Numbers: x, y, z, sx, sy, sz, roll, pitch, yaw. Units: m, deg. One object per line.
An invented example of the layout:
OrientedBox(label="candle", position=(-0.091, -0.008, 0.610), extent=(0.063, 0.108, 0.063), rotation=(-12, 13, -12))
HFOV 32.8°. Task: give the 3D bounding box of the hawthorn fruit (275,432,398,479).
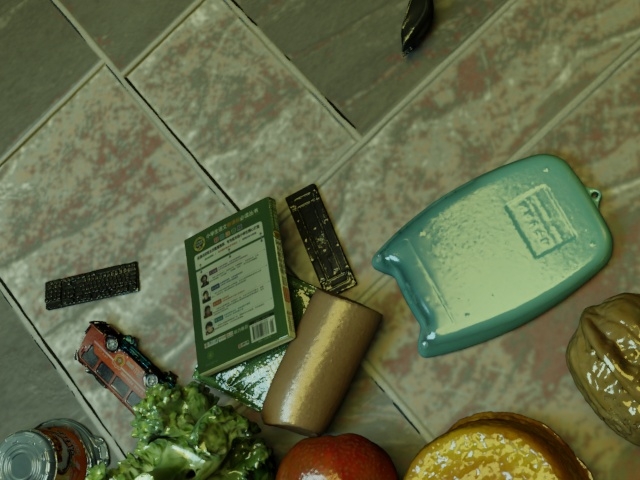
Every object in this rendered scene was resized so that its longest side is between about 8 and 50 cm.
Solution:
OrientedBox(label="hawthorn fruit", position=(0.032, 0.412, 1.682), extent=(0.197, 0.196, 0.225), rotation=(-20, 54, 13))

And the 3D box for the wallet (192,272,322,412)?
OrientedBox(label="wallet", position=(-0.108, 0.163, 1.879), extent=(0.160, 0.055, 0.236), rotation=(23, 89, 27))

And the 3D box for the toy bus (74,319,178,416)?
OrientedBox(label="toy bus", position=(-0.337, 0.239, 1.931), extent=(0.235, 0.073, 0.096), rotation=(38, 97, 22))

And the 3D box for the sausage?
OrientedBox(label="sausage", position=(-0.003, 0.209, 1.797), extent=(0.123, 0.123, 0.252), rotation=(24, 87, 22))

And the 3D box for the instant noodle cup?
OrientedBox(label="instant noodle cup", position=(-0.494, 0.398, 1.913), extent=(0.208, 0.125, 0.177), rotation=(-37, 68, 7))

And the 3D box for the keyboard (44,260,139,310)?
OrientedBox(label="keyboard", position=(-0.428, 0.085, 2.028), extent=(0.196, 0.018, 0.060), rotation=(-13, 70, 15))

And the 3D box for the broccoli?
OrientedBox(label="broccoli", position=(-0.232, 0.410, 1.752), extent=(0.338, 0.317, 0.277), rotation=(-33, 67, -26))

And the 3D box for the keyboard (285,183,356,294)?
OrientedBox(label="keyboard", position=(0.000, 0.000, 1.905), extent=(0.061, 0.013, 0.204), rotation=(-27, 70, 11))

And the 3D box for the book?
OrientedBox(label="book", position=(-0.143, 0.079, 1.866), extent=(0.202, 0.027, 0.264), rotation=(-27, 59, 30))

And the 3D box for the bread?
OrientedBox(label="bread", position=(0.266, 0.408, 1.627), extent=(0.312, 0.172, 0.312), rotation=(-5, 75, 20))

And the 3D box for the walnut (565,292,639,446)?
OrientedBox(label="walnut", position=(0.476, 0.188, 1.606), extent=(0.198, 0.198, 0.245), rotation=(-42, 68, 5))

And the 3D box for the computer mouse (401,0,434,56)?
OrientedBox(label="computer mouse", position=(0.171, -0.384, 1.909), extent=(0.047, 0.079, 0.135), rotation=(16, 78, 10))

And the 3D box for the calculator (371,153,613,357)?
OrientedBox(label="calculator", position=(0.287, 0.015, 1.785), extent=(0.386, 0.054, 0.256), rotation=(-29, 69, 6))
